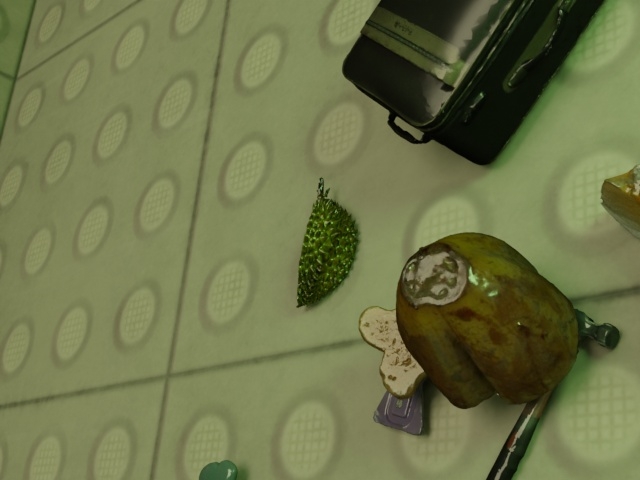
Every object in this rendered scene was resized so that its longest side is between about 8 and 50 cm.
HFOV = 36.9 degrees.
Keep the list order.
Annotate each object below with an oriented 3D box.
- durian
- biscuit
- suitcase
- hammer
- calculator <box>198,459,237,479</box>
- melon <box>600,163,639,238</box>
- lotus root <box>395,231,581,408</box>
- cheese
[{"bbox_3d":[0.000,0.000,1.501,0.100,0.086,0.215,-8,66,61],"label":"durian"},{"bbox_3d":[0.171,0.110,1.237,0.234,0.030,0.153,-29,63,13],"label":"biscuit"},{"bbox_3d":[0.229,-0.326,1.325,0.433,0.194,0.283,-58,39,11],"label":"suitcase"},{"bbox_3d":[0.248,0.213,1.141,0.111,0.033,0.287,26,90,50],"label":"hammer"},{"bbox_3d":[-0.138,0.472,1.428,0.186,0.041,0.298,-33,50,32],"label":"calculator"},{"bbox_3d":[0.406,-0.053,1.065,0.139,0.093,0.202,-55,44,0],"label":"melon"},{"bbox_3d":[0.175,0.087,1.108,0.188,0.180,0.199,-43,47,8],"label":"lotus root"},{"bbox_3d":[0.126,0.162,1.297,0.105,0.042,0.190,8,77,51],"label":"cheese"}]
